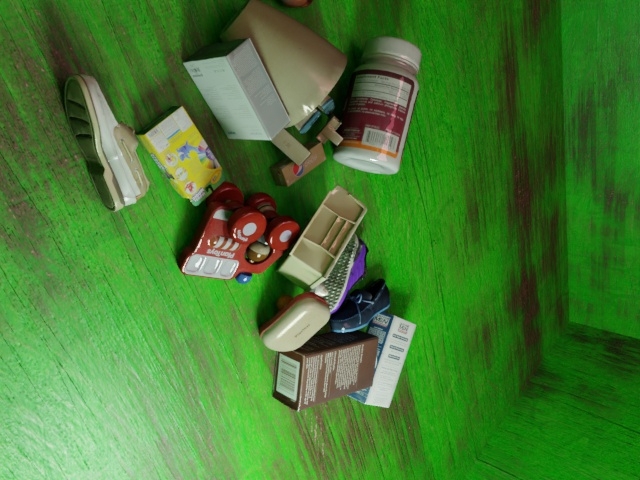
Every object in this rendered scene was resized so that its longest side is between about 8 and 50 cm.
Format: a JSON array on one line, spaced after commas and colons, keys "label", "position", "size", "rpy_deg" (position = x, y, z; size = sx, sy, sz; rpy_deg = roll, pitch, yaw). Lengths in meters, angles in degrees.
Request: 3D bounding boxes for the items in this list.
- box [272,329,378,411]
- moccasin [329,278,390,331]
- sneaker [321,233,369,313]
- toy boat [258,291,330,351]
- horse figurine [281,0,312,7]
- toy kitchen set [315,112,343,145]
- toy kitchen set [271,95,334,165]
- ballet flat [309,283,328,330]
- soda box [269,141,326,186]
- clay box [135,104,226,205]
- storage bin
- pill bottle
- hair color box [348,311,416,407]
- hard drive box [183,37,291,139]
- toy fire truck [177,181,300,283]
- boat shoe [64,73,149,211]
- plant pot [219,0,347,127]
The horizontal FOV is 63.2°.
[{"label": "box", "position": [0.025, 0.427, 1.774], "size": [0.382, 0.143, 0.191], "rpy_deg": [0, 99, -45]}, {"label": "moccasin", "position": [0.133, 0.225, 1.864], "size": [0.342, 0.138, 0.116], "rpy_deg": [-26, 114, -56]}, {"label": "sneaker", "position": [0.097, 0.128, 1.799], "size": [0.146, 0.102, 0.293], "rpy_deg": [31, 78, -46]}, {"label": "toy boat", "position": [-0.093, 0.230, 1.602], "size": [0.231, 0.151, 0.151], "rpy_deg": [-43, 136, 10]}, {"label": "horse figurine", "position": [-0.100, -0.709, 1.419], "size": [0.263, 0.066, 0.174], "rpy_deg": [7, 88, -45]}, {"label": "toy kitchen set", "position": [0.034, -0.339, 1.617], "size": [0.068, 0.075, 0.083], "rpy_deg": [37, 105, -21]}, {"label": "toy kitchen set", "position": [-0.031, -0.335, 1.545], "size": [0.207, 0.122, 0.166], "rpy_deg": [-47, 180, 8]}, {"label": "ballet flat", "position": [-0.014, 0.196, 1.714], "size": [0.077, 0.079, 0.221], "rpy_deg": [-33, 126, -67]}, {"label": "soda box", "position": [-0.066, -0.234, 1.575], "size": [0.181, 0.058, 0.061], "rpy_deg": [-40, 125, -32]}, {"label": "clay box", "position": [-0.340, -0.206, 1.296], "size": [0.127, 0.053, 0.222], "rpy_deg": [-48, 129, -28]}, {"label": "storage bin", "position": [0.000, 0.000, 1.543], "size": [0.123, 0.262, 0.260], "rpy_deg": [33, 71, -3]}, {"label": "pill bottle", "position": [0.188, -0.428, 1.672], "size": [0.224, 0.224, 0.391], "rpy_deg": [16, 88, -47]}, {"label": "hair color box", "position": [0.239, 0.461, 2.026], "size": [0.174, 0.105, 0.347], "rpy_deg": [28, 80, -46]}, {"label": "hard drive box", "position": [-0.207, -0.371, 1.304], "size": [0.089, 0.181, 0.232], "rpy_deg": [-50, 132, -28]}, {"label": "toy fire truck", "position": [-0.216, 0.001, 1.424], "size": [0.302, 0.169, 0.253], "rpy_deg": [14, 114, -46]}, {"label": "boat shoe", "position": [-0.462, -0.218, 1.135], "size": [0.103, 0.113, 0.302], "rpy_deg": [-34, 133, -38]}, {"label": "plant pot", "position": [-0.118, -0.480, 1.353], "size": [0.274, 0.257, 0.256], "rpy_deg": [37, 72, -26]}]
